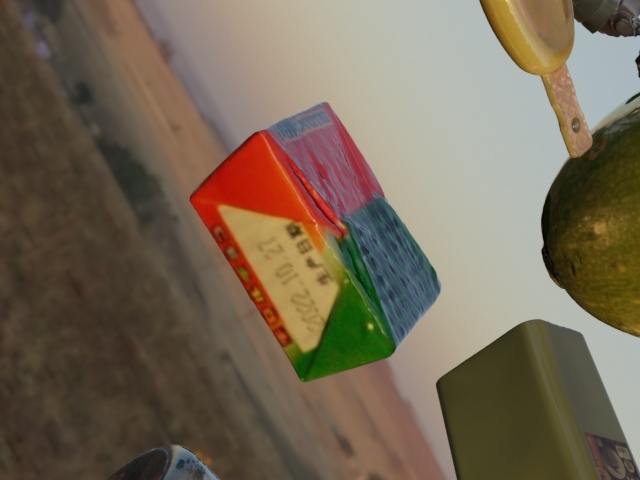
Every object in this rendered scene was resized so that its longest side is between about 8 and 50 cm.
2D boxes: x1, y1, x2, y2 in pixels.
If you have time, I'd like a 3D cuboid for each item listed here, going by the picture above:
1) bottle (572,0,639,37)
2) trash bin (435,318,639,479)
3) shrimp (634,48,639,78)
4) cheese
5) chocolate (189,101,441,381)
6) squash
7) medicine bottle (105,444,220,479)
[{"bbox_3d":[0.322,-0.298,1.978,0.152,0.099,0.099,36,2,-8],"label":"bottle"},{"bbox_3d":[0.294,0.302,2.244,0.158,0.223,0.343,17,46,-42],"label":"trash bin"},{"bbox_3d":[0.495,-0.234,2.166,0.172,0.137,0.372,21,1,10],"label":"shrimp"},{"bbox_3d":[0.185,-0.158,1.391,0.037,0.097,0.192,-2,-62,46],"label":"cheese"},{"bbox_3d":[0.000,0.000,2.348,0.341,0.161,0.360,58,18,-2],"label":"chocolate"},{"bbox_3d":[0.360,-0.040,1.573,0.309,0.310,0.310,-9,-61,41],"label":"squash"},{"bbox_3d":[-0.051,0.287,1.171,0.293,0.141,0.141,49,2,-13],"label":"medicine bottle"}]
